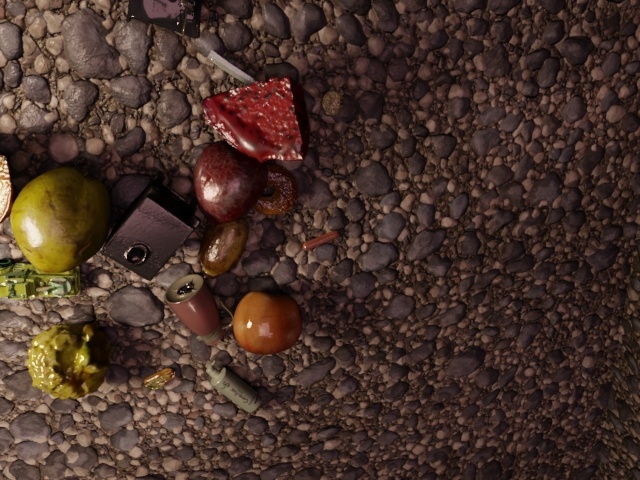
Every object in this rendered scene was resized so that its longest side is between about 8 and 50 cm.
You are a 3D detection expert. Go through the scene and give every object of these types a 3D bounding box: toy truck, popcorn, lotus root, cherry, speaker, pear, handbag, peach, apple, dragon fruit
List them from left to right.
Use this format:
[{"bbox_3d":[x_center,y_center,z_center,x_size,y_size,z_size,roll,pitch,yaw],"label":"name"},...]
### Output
[{"bbox_3d":[-0.947,-0.144,1.277,0.279,0.068,0.189,-41,103,16],"label":"peach"},{"bbox_3d":[-0.925,0.134,1.444,0.260,0.135,0.128,4,110,-12],"label":"toy truck"},{"bbox_3d":[-0.761,-0.061,1.336,0.269,0.269,0.320,22,95,-21],"label":"pear"},{"bbox_3d":[-0.845,0.404,1.529,0.258,0.224,0.270,10,101,-35],"label":"popcorn"},{"bbox_3d":[-0.525,-0.051,1.415,0.184,0.232,0.254,38,99,-25],"label":"speaker"},{"bbox_3d":[-0.421,-0.716,1.254,0.211,0.088,0.254,9,110,-11],"label":"handbag"},{"bbox_3d":[-0.337,0.021,1.550,0.145,0.128,0.260,26,101,-8],"label":"lotus root"},{"bbox_3d":[-0.291,-0.183,1.422,0.231,0.203,0.299,22,97,4],"label":"cherry"},{"bbox_3d":[-0.184,-0.404,1.352,0.331,0.302,0.240,9,131,-2],"label":"dragon fruit"},{"bbox_3d":[-0.189,0.289,1.637,0.254,0.253,0.253,-5,112,-12],"label":"apple"}]

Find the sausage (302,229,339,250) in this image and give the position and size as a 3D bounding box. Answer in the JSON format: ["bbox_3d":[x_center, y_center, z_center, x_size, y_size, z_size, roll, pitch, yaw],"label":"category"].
[{"bbox_3d":[0.000,0.000,1.677,0.147,0.035,0.030,-24,83,-5],"label":"sausage"}]

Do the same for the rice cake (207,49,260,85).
[{"bbox_3d":[-0.263,-0.529,1.398,0.180,0.030,0.042,30,107,-23],"label":"rice cake"}]

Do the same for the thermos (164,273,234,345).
[{"bbox_3d":[-0.418,0.259,1.620,0.177,0.145,0.264,-21,124,3],"label":"thermos"}]

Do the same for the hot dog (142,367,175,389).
[{"bbox_3d":[-0.619,0.535,1.731,0.133,0.041,0.056,-24,115,-4],"label":"hot dog"}]

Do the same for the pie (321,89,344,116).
[{"bbox_3d":[0.040,-0.457,1.511,0.085,0.017,0.085,-6,113,-13],"label":"pie"}]

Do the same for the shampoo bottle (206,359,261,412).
[{"bbox_3d":[-0.351,0.582,1.794,0.085,0.085,0.262,-41,114,4],"label":"shampoo bottle"}]

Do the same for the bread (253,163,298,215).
[{"bbox_3d":[-0.166,-0.172,1.550,0.194,0.064,0.193,-4,114,-9],"label":"bread"}]
